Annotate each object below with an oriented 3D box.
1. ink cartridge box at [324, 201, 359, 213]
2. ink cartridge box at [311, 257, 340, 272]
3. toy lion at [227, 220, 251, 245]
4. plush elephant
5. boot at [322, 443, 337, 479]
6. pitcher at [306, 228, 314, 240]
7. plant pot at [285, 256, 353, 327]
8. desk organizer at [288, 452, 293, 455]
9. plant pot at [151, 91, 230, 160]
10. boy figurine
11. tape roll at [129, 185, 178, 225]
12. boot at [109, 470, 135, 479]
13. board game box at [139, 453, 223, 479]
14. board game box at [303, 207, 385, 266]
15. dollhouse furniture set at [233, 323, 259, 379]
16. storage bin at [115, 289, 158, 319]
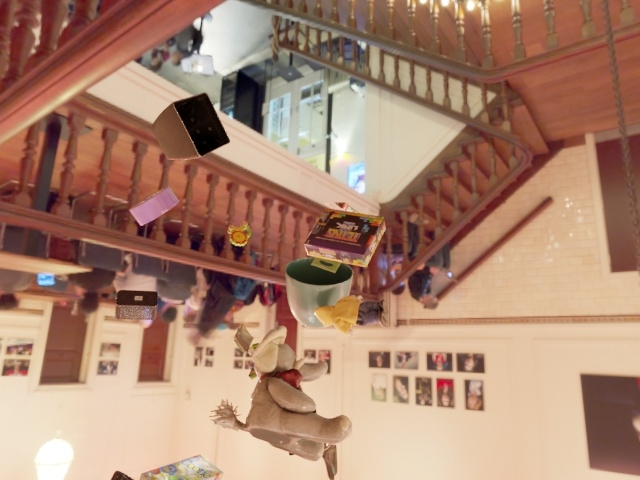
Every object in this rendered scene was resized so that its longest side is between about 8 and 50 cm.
[{"bbox_3d":[0.076,-0.115,1.611,0.115,0.029,0.063,32,165,-34],"label":"ink cartridge box"},{"bbox_3d":[0.050,0.006,1.705,0.109,0.209,0.062,18,153,25],"label":"ink cartridge box"},{"bbox_3d":[-0.322,-0.023,1.828,0.100,0.096,0.034,-20,156,-36],"label":"toy lion"},{"bbox_3d":[-0.088,0.383,1.177,0.330,0.255,0.272,15,141,-1],"label":"plush elephant"},{"bbox_3d":[0.036,0.743,1.635,0.077,0.137,0.198,-16,-177,19],"label":"boot"},{"bbox_3d":[0.000,0.000,2.242,0.178,0.125,0.207,-38,179,33],"label":"pitcher"},{"bbox_3d":[-0.011,0.235,1.979,0.293,0.235,0.293,3,-159,-1],"label":"plant pot"},{"bbox_3d":[-0.070,0.852,1.873,0.130,0.047,0.050,-11,158,2],"label":"desk organizer"},{"bbox_3d":[-0.457,-0.373,1.556,0.167,0.187,0.188,-14,-160,31],"label":"plant pot"},{"bbox_3d":[0.111,0.292,1.756,0.285,0.177,0.092,-8,137,21],"label":"boy figurine"},{"bbox_3d":[-0.702,-0.147,1.923,0.189,0.189,0.080,-12,117,43],"label":"tape roll"},{"bbox_3d":[-0.899,1.034,1.809,0.348,0.260,0.131,43,162,-24],"label":"boot"},{"bbox_3d":[-0.513,0.909,1.654,0.142,0.144,0.275,17,-179,33],"label":"board game box"},{"bbox_3d":[0.064,-0.012,1.178,0.170,0.141,0.048,10,139,27],"label":"board game box"},{"bbox_3d":[-0.214,0.321,1.309,0.058,0.152,0.076,-29,-164,18],"label":"dollhouse furniture set"},{"bbox_3d":[-0.860,0.301,2.134,0.180,0.084,0.122,4,-153,-20],"label":"storage bin"}]
